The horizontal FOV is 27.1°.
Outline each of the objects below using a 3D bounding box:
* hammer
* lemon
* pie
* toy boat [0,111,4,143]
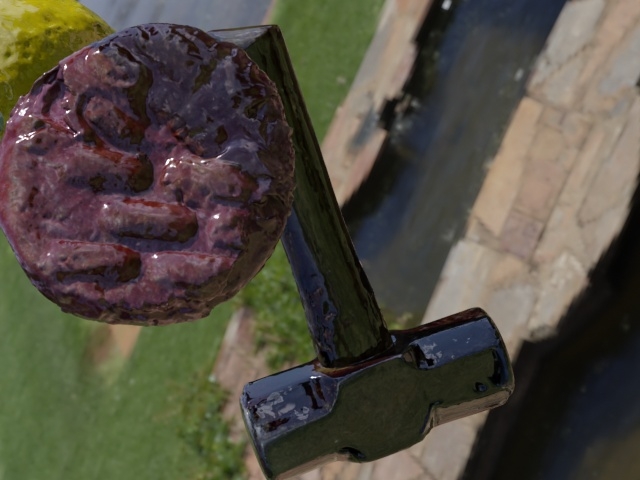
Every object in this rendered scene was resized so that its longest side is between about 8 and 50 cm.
[{"bbox_3d":[0.000,0.000,1.166,0.095,0.243,0.408,-126,16,-76],"label":"hammer"},{"bbox_3d":[-0.305,-0.134,1.377,0.254,0.310,0.253,-1,88,37],"label":"lemon"},{"bbox_3d":[-0.085,-0.032,0.644,0.036,0.155,0.154,91,-163,-81],"label":"pie"},{"bbox_3d":[-0.299,-0.113,0.924,0.079,0.207,0.134,-32,30,17],"label":"toy boat"}]
